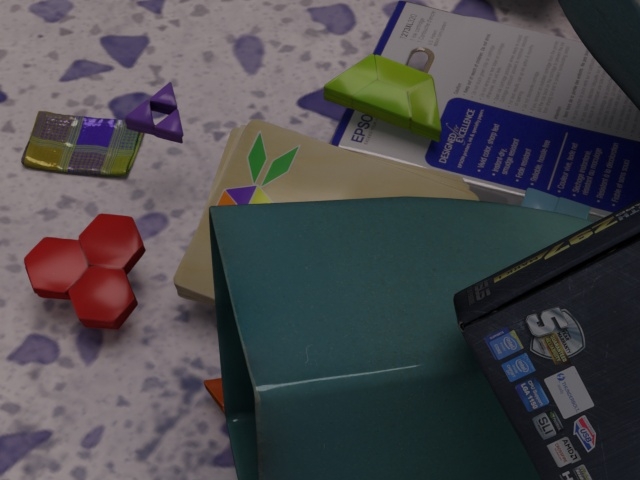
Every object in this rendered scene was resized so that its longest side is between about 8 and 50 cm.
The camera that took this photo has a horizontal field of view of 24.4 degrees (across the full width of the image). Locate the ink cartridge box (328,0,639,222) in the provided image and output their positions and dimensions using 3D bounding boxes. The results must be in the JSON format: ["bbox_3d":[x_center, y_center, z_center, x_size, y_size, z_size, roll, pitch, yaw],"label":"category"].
[{"bbox_3d":[0.206,-0.062,1.071,0.371,0.069,0.176,17,50,10],"label":"ink cartridge box"}]

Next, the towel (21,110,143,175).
[{"bbox_3d":[-0.178,-0.072,1.106,0.083,0.009,0.060,8,47,6],"label":"towel"}]

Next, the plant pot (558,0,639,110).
[{"bbox_3d":[0.296,-0.147,0.926,0.247,0.252,0.248,-30,54,-2],"label":"plant pot"}]

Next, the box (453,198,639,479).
[{"bbox_3d":[0.195,0.088,0.695,0.183,0.232,0.059,-27,10,8],"label":"box"}]

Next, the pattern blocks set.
[{"bbox_3d":[0.000,0.000,0.987,0.325,0.026,0.285,28,69,14],"label":"pattern blocks set"}]

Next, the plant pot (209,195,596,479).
[{"bbox_3d":[0.069,0.077,0.823,0.234,0.165,0.166,-7,36,-8],"label":"plant pot"}]
